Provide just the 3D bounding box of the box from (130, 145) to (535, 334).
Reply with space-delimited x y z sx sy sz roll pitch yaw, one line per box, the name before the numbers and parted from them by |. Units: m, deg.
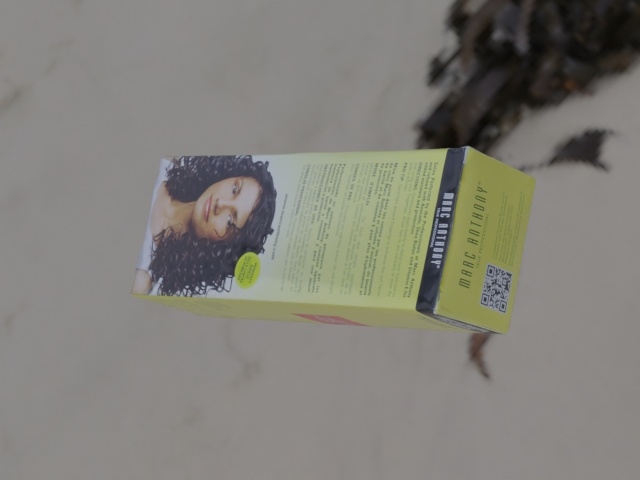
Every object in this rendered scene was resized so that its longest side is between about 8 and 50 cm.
box | 0.000 0.000 0.974 0.232 0.058 0.087 0 74 45
